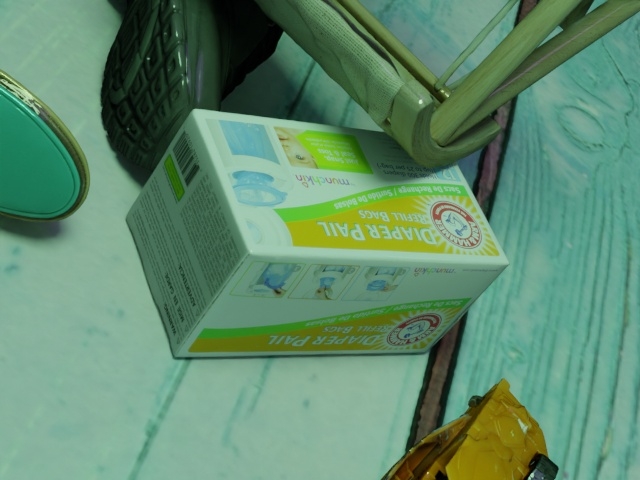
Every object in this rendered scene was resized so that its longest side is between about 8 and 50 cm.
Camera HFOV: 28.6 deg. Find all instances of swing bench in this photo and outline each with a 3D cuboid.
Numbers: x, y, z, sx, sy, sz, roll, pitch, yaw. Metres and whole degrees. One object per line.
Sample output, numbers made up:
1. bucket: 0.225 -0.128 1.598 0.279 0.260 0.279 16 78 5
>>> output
1. swing bench: 0.066 -0.208 0.831 0.254 0.165 0.253 -40 73 -7

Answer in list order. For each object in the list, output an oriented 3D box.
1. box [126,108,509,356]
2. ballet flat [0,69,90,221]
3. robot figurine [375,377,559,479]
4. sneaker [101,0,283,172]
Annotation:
1. box: 0.000 0.000 0.799 0.203 0.103 0.114 2 50 -36
2. ballet flat: -0.237 -0.087 0.728 0.232 0.080 0.073 29 10 -15
3. robot figurine: 0.088 0.208 0.682 0.211 0.085 0.291 42 38 5
4. sneaker: -0.080 -0.151 0.887 0.130 0.109 0.286 21 43 -27
